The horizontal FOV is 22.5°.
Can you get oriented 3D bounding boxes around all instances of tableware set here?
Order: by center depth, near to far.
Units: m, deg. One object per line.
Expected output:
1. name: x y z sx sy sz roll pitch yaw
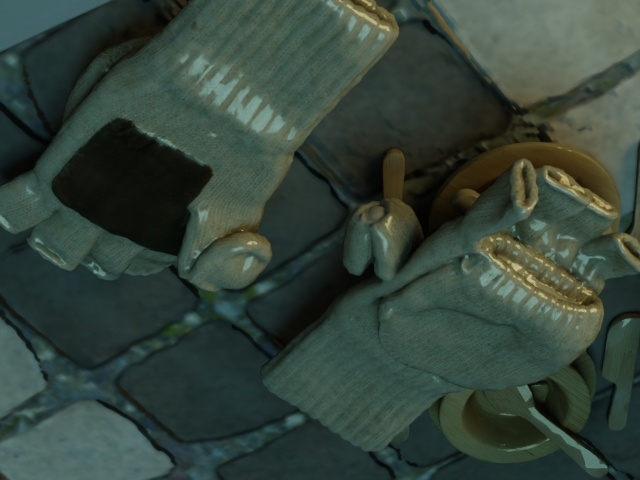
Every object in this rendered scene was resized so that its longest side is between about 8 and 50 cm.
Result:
1. tableware set: 0.095 0.041 0.753 0.128 0.039 0.194 -3 130 -1

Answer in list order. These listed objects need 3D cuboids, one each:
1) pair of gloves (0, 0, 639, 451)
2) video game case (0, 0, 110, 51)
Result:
1. pair of gloves: 0.000 0.000 0.680 0.240 0.042 0.204 38 132 -22
2. video game case: -0.141 -0.192 0.462 0.300 0.036 0.329 -15 136 40
